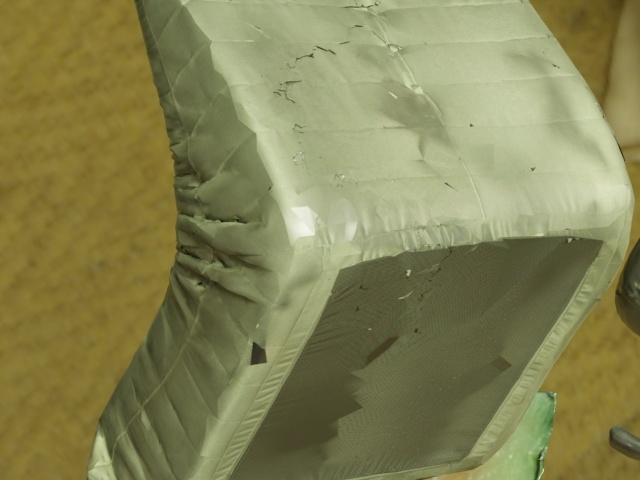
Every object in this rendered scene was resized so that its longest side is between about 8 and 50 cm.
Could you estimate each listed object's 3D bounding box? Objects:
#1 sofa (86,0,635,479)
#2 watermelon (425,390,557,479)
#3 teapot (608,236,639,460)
[{"bbox_3d":[0.000,0.000,0.827,0.210,0.225,0.176,-8,51,-30],"label":"sofa"},{"bbox_3d":[0.028,0.202,1.293,0.302,0.151,0.264,16,67,28],"label":"watermelon"},{"bbox_3d":[0.420,0.083,1.663,0.285,0.223,0.305,40,50,21],"label":"teapot"}]
